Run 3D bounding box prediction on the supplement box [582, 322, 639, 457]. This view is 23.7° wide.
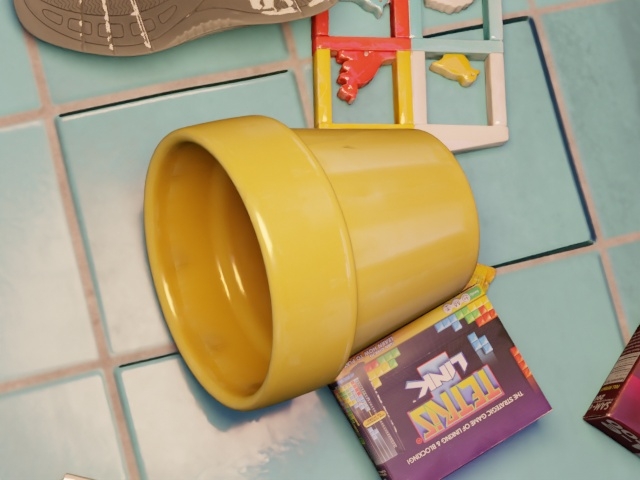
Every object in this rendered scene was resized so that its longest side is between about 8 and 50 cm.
[{"bbox_3d":[0.376,0.108,1.486,0.130,0.073,0.239,34,77,-2],"label":"supplement box"}]

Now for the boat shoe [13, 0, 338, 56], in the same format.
[{"bbox_3d":[-0.130,-0.244,1.456,0.320,0.103,0.118,-8,99,4],"label":"boat shoe"}]

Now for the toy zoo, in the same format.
[{"bbox_3d":[0.087,-0.195,1.517,0.192,0.030,0.293,1,79,-9],"label":"toy zoo"}]

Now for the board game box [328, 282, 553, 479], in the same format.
[{"bbox_3d":[0.109,0.142,1.429,0.170,0.048,0.141,-30,85,-14],"label":"board game box"}]

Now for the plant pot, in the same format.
[{"bbox_3d":[0.000,0.000,1.370,0.239,0.254,0.254,-16,82,-28],"label":"plant pot"}]

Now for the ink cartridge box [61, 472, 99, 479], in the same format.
[{"bbox_3d":[-0.122,0.330,1.340,0.273,0.114,0.197,14,78,-6],"label":"ink cartridge box"}]

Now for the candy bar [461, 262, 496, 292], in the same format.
[{"bbox_3d":[0.123,0.091,1.475,0.040,0.018,0.161,25,77,-4],"label":"candy bar"}]
